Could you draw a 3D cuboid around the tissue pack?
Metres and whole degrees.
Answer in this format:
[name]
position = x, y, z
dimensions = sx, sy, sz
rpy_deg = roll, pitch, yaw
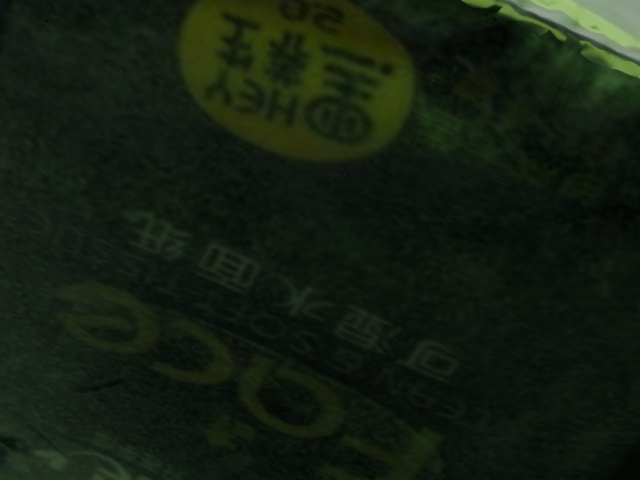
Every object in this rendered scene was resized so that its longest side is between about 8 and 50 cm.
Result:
[tissue pack]
position = 0.000, 0.000, 0.449
dimensions = 0.185, 0.257, 0.081
rpy_deg = 25, 50, -4
